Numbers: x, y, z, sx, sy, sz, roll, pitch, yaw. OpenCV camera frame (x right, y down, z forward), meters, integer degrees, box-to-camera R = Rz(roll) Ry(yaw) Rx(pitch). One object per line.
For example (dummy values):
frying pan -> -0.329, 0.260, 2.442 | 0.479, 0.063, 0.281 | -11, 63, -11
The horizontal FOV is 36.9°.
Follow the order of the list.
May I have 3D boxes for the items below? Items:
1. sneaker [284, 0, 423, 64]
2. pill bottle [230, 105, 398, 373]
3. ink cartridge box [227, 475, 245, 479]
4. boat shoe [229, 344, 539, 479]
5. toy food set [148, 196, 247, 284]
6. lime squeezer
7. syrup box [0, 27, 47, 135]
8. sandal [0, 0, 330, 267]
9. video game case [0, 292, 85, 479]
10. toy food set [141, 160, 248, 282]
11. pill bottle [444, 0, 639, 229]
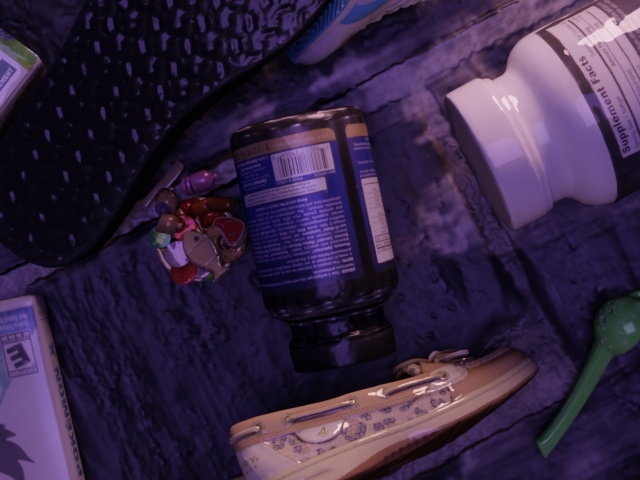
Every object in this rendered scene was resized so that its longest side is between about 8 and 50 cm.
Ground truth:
sneaker -> 0.058, -0.236, 0.853 | 0.229, 0.092, 0.087 | -43, 46, 20
pill bottle -> 0.000, 0.000, 0.848 | 0.123, 0.123, 0.219 | -11, 91, 3
ink cartridge box -> -0.043, 0.356, 0.815 | 0.114, 0.197, 0.272 | -32, 90, 38
boat shoe -> 0.063, 0.145, 0.833 | 0.285, 0.104, 0.089 | -20, 67, -24
toy food set -> -0.117, 0.001, 0.905 | 0.082, 0.020, 0.083 | -44, 90, 4
lime squeezer -> 0.321, 0.085, 0.869 | 0.310, 0.059, 0.110 | -27, 90, 3
syrup box -> -0.369, -0.191, 0.850 | 0.237, 0.096, 0.093 | 37, 84, -10
sandal -> -0.146, -0.165, 0.873 | 0.167, 0.107, 0.446 | 46, 106, 0
video game case -> -0.394, 0.229, 0.919 | 0.329, 0.036, 0.299 | -12, 91, 3
toy food set -> -0.112, -0.025, 0.875 | 0.122, 0.019, 0.078 | 37, 84, 28
pill bottle -> 0.258, -0.127, 0.813 | 0.278, 0.162, 0.162 | -27, 90, 4
